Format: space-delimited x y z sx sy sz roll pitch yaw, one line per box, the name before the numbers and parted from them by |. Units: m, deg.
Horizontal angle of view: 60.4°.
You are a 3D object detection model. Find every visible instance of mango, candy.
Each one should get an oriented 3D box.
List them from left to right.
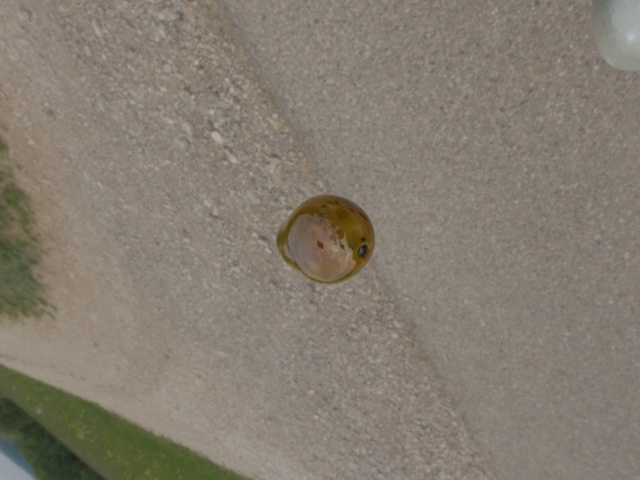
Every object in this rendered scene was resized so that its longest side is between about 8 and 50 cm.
mango | 0.003 0.004 0.685 0.111 0.090 0.163 61 150 8
candy | 0.640 -0.489 1.093 0.186 0.295 0.295 8 144 2
